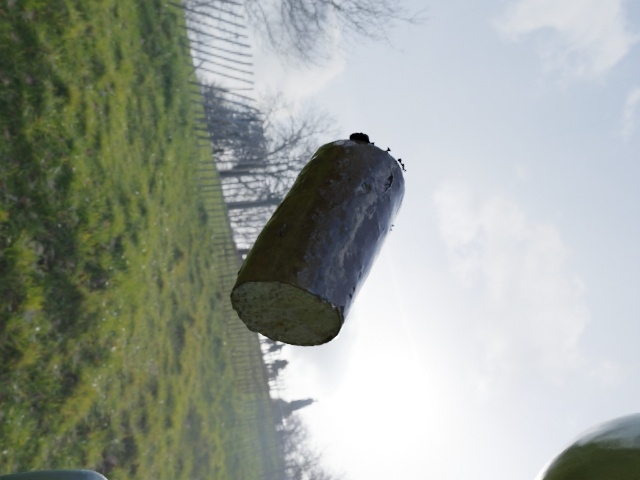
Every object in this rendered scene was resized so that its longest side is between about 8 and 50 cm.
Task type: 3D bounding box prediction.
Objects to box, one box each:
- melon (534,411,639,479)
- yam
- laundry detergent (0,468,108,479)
[{"bbox_3d":[0.296,0.279,0.471,0.308,0.272,0.271,-47,-130,36],"label":"melon"},{"bbox_3d":[0.003,0.000,0.364,0.084,0.084,0.127,112,3,-54],"label":"yam"},{"bbox_3d":[-0.286,0.348,0.469,0.280,0.215,0.105,-101,-173,-49],"label":"laundry detergent"}]
